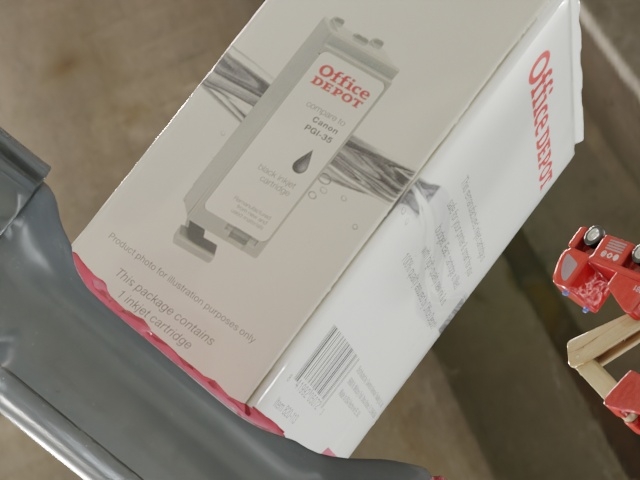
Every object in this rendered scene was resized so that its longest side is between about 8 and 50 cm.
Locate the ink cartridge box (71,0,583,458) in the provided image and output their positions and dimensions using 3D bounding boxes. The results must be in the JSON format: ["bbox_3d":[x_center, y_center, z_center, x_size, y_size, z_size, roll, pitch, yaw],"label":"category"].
[{"bbox_3d":[0.000,0.000,0.706,0.117,0.207,0.283,34,-99,19],"label":"ink cartridge box"}]

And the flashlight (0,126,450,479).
[{"bbox_3d":[-0.049,0.063,0.526,0.103,0.304,0.103,-52,-169,-23],"label":"flashlight"}]

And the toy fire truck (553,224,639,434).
[{"bbox_3d":[0.241,0.069,1.148,0.135,0.047,0.192,-54,-149,-6],"label":"toy fire truck"}]
